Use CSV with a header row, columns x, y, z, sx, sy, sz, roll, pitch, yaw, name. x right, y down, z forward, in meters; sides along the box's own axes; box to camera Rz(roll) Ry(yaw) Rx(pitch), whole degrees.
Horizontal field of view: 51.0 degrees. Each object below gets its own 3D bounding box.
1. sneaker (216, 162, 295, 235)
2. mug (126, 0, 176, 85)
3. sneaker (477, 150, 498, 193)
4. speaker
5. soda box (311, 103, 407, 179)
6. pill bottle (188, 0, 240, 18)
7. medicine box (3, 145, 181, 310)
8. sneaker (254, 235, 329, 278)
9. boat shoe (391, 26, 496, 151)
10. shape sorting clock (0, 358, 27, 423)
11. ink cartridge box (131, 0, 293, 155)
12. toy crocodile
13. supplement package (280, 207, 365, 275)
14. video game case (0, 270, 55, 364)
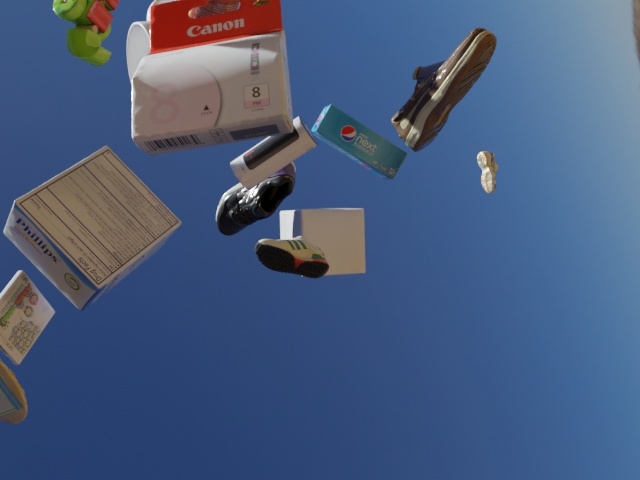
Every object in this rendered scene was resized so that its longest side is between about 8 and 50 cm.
x,y,z,sx,sy,sz,roll,pitch,yaw,name
-0.177,-0.096,1.752,0.107,0.283,0.124,33,-153,-28,sneaker
-0.421,-0.602,2.125,0.328,0.276,0.374,-14,-96,-31,mug
0.331,-0.133,1.300,0.037,0.032,0.083,-4,-97,-32,sneaker
-0.074,-0.137,1.061,0.055,0.136,0.055,55,-168,-18,speaker
0.087,-0.220,1.514,0.210,0.071,0.067,30,179,-14,soda box
-0.268,-0.593,1.696,0.121,0.216,0.121,13,-131,-16,pill bottle
-0.532,-0.033,1.584,0.263,0.149,0.289,47,-132,-3,medicine box
-0.060,0.022,1.317,0.161,0.057,0.075,17,-145,-27,sneaker
0.200,-0.273,1.171,0.095,0.257,0.095,47,-137,15,boat shoe
-0.672,0.288,1.364,0.206,0.206,0.040,61,-145,-13,shape sorting clock
-0.138,-0.230,0.839,0.066,0.189,0.232,57,-154,-73,ink cartridge box
-0.463,-0.529,1.412,0.115,0.105,0.341,45,-127,-63,toy crocodile
0.000,0.000,1.863,0.293,0.175,0.178,-170,79,-76,supplement package
-0.673,0.171,1.497,0.157,0.019,0.143,-70,-30,-43,video game case
